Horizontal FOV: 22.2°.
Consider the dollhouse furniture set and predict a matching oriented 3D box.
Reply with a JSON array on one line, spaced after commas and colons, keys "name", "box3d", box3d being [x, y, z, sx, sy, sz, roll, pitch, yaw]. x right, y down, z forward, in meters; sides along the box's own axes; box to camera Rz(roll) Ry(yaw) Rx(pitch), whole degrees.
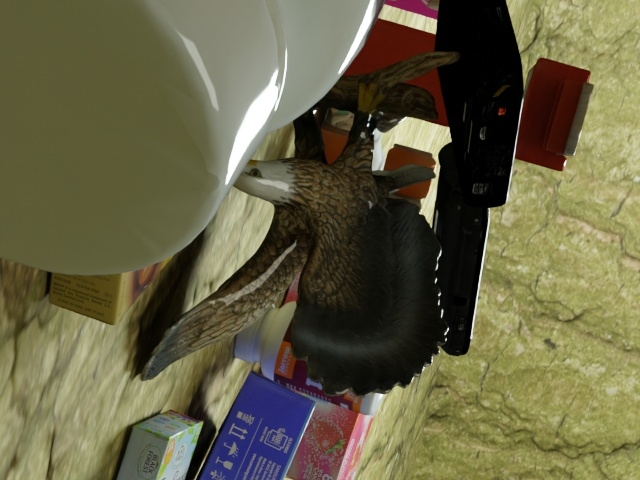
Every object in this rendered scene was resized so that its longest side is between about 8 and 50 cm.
[{"name": "dollhouse furniture set", "box3d": [0.121, -0.151, 1.561, 0.135, 0.259, 0.262, -60, 165, -86]}]

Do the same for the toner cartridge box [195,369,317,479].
[{"name": "toner cartridge box", "box3d": [-0.114, 0.306, 1.513, 0.165, 0.075, 0.348, 116, -1, -59]}]

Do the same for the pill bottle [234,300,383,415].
[{"name": "pill bottle", "box3d": [-0.005, 0.112, 1.630, 0.086, 0.152, 0.086, 18, 90, -79]}]

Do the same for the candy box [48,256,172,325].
[{"name": "candy box", "box3d": [-0.122, -0.053, 1.046, 0.109, 0.053, 0.187, -55, 161, -56]}]

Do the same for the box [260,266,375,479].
[{"name": "box", "box3d": [0.009, 0.142, 1.825, 0.128, 0.122, 0.257, 34, 75, -78]}]

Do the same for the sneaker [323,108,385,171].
[{"name": "sneaker", "box3d": [0.030, -0.128, 1.670, 0.094, 0.080, 0.212, 56, 44, -62]}]

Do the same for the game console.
[{"name": "game console", "box3d": [0.125, -0.062, 1.428, 0.213, 0.044, 0.361, -95, -173, -48]}]

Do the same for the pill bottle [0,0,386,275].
[{"name": "pill bottle", "box3d": [-0.055, -0.185, 0.720, 0.224, 0.224, 0.392, 96, 16, -47]}]

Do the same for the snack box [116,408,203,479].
[{"name": "snack box", "box3d": [-0.149, 0.221, 1.389, 0.100, 0.037, 0.141, -12, 120, -79]}]

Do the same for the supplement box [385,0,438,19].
[{"name": "supplement box", "box3d": [0.137, -0.332, 1.734, 0.220, 0.111, 0.114, -56, 162, -53]}]

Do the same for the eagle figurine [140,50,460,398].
[{"name": "eagle figurine", "box3d": [-0.010, -0.003, 1.347, 0.226, 0.225, 0.298, 134, -33, -70]}]
